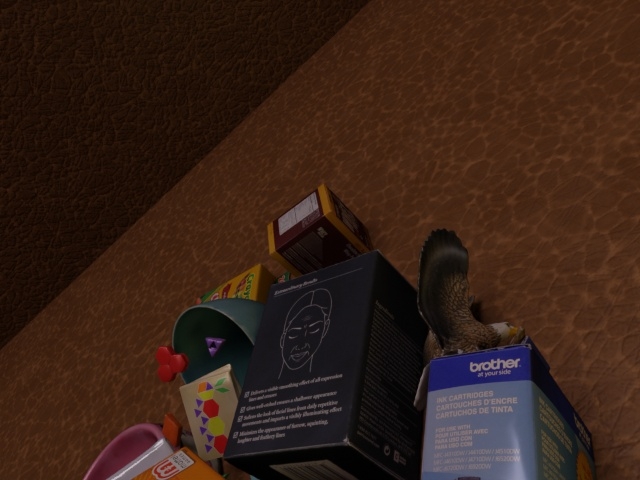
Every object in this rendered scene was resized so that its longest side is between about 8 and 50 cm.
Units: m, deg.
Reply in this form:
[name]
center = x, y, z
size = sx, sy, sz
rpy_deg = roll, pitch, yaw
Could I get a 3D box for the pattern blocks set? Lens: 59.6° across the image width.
[pattern blocks set]
center = -0.222, 0.372, 1.209
size = 0.285, 0.026, 0.325
rpy_deg = -12, 85, 20

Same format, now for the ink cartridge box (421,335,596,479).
[ink cartridge box]
center = 0.250, 0.322, 0.717
size = 0.151, 0.270, 0.396
rpy_deg = -18, 41, 31

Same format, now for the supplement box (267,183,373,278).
[supplement box]
center = 0.000, 0.000, 1.440
size = 0.194, 0.191, 0.129
rpy_deg = -35, 33, 17

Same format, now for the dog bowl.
[dog bowl]
center = -0.422, 0.610, 1.285
size = 0.407, 0.150, 0.408
rpy_deg = -29, 36, 24

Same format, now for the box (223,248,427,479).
[box]
center = 0.027, 0.262, 1.098
size = 0.293, 0.212, 0.396
rpy_deg = -21, 41, 35

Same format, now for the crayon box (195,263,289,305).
[crayon box]
center = -0.236, 0.199, 1.595
size = 0.318, 0.081, 0.202
rpy_deg = -29, 35, 24

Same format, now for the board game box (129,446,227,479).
[board game box]
center = -0.210, 0.582, 0.754
size = 0.356, 0.357, 0.356
rpy_deg = -24, 18, -34

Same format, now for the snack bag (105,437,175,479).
[snack bag]
center = -0.353, 0.607, 1.084
size = 0.323, 0.037, 0.343
rpy_deg = -34, 68, -6

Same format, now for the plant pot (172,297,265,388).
[plant pot]
center = -0.177, 0.255, 1.328
size = 0.290, 0.291, 0.195
rpy_deg = -16, 7, 38

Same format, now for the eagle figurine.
[eagle figurine]
center = 0.242, 0.153, 0.978
size = 0.226, 0.225, 0.298
rpy_deg = -54, 34, 19
